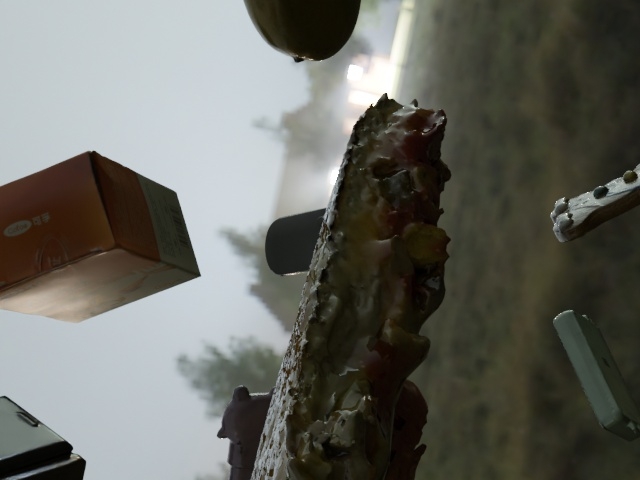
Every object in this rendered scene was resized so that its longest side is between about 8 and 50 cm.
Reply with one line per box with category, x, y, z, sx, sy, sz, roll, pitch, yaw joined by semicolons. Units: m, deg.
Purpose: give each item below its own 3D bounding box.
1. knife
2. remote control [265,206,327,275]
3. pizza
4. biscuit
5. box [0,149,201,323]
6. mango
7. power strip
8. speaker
knife;-0.073;0.337;1.553;0.038;0.132;0.398;-142;57;-64
remote control;0.000;0.000;1.863;0.245;0.022;0.077;-10;79;57
pizza;0.021;0.134;1.086;0.406;0.130;0.440;-78;4;-74
biscuit;0.321;-0.060;1.475;0.031;0.205;0.138;65;-168;-7
box;-0.333;0.003;2.079;0.341;0.225;0.143;31;-140;-73
mango;-0.029;-0.322;1.720;0.156;0.114;0.251;-40;-48;-25
power strip;0.171;0.082;0.918;0.016;0.040;0.090;-36;52;21
speaker;-0.397;0.292;1.617;0.231;0.153;0.192;-11;-56;-51
